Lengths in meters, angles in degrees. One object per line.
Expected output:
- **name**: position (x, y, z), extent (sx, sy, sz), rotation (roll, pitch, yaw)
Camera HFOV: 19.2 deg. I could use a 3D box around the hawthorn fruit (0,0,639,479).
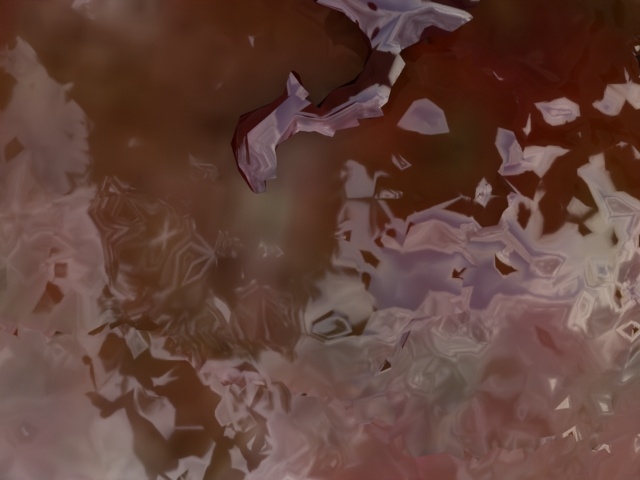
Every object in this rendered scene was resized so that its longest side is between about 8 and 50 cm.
- **hawthorn fruit**: position (0.004, -0.014, 0.463), extent (0.316, 0.316, 0.316), rotation (5, 169, 1)
